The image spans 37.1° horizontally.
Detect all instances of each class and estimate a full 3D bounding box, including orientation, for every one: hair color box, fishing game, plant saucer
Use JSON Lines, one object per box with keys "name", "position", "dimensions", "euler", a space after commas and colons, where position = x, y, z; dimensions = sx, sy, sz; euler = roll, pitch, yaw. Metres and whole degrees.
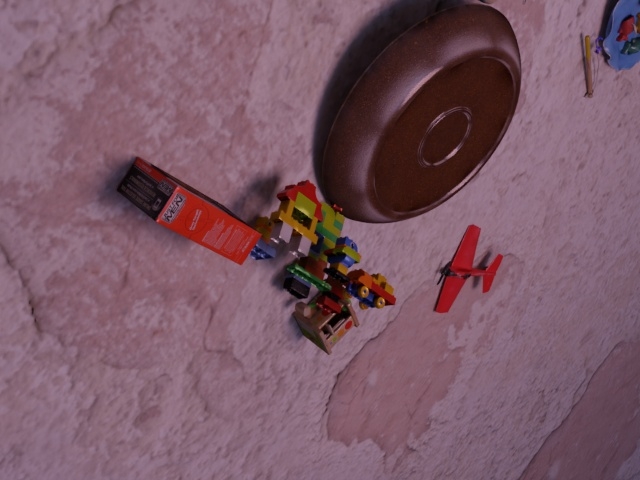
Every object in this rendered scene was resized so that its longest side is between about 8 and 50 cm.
{"name": "hair color box", "position": [-0.129, -0.027, 0.961], "dimensions": [0.043, 0.072, 0.141], "euler": [-57, 144, 2]}
{"name": "fishing game", "position": [0.502, -0.336, 1.440], "dimensions": [0.264, 0.041, 0.189], "euler": [-36, 145, -12]}
{"name": "plant saucer", "position": [0.138, -0.136, 1.158], "dimensions": [0.310, 0.050, 0.311], "euler": [-29, 145, -22]}

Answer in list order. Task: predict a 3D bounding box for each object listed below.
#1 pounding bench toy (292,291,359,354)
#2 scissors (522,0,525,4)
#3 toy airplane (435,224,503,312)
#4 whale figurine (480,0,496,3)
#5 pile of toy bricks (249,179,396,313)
{"name": "pounding bench toy", "position": [0.007, 0.090, 1.218], "dimensions": [0.065, 0.052, 0.083], "euler": [-43, 142, -17]}
{"name": "scissors", "position": [0.250, -0.412, 1.054], "dimensions": [0.109, 0.021, 0.297], "euler": [-89, -175, -74]}
{"name": "toy airplane", "position": [0.229, 0.050, 1.460], "dimensions": [0.151, 0.028, 0.151], "euler": [-28, 134, -33]}
{"name": "whale figurine", "position": [0.167, -0.362, 1.018], "dimensions": [0.272, 0.141, 0.216], "euler": [52, 55, -76]}
{"name": "pile of toy bricks", "position": [0.000, 0.000, 1.122], "dimensions": [0.212, 0.118, 0.105], "euler": [36, 59, -38]}
